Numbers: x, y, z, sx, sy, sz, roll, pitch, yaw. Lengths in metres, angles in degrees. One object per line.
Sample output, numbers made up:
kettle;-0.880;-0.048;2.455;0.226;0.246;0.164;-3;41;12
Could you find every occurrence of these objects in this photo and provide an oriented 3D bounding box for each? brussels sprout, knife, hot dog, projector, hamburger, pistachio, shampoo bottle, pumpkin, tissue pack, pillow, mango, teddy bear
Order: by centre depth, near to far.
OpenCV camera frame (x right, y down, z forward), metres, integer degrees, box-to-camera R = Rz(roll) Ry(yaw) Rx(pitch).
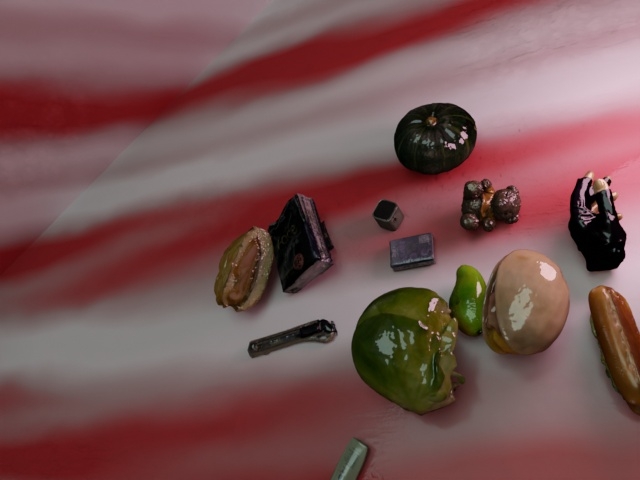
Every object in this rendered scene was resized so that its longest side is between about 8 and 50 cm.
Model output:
hot dog;0.775;0.280;1.236;0.100;0.135;0.338;-29;49;39
pistachio;0.569;0.174;1.337;0.229;0.230;0.309;15;69;34
brussels sprout;0.253;0.324;1.412;0.314;0.276;0.371;-15;63;5
shampoo bottle;0.073;0.699;1.422;0.072;0.049;0.212;22;75;31
mango;0.457;0.185;1.474;0.125;0.111;0.233;-12;57;17
teddy bear;0.565;-0.116;1.586;0.190;0.140;0.177;1;90;20
tissue pack;0.320;0.039;1.669;0.156;0.051;0.112;-12;55;23
knife;-0.113;0.357;1.726;0.365;0.043;0.089;-18;55;19
pumpkin;0.422;-0.370;1.757;0.300;0.207;0.300;-13;45;13
projector;0.250;-0.093;1.762;0.083;0.082;0.083;22;76;36
tissue pack;-0.093;0.012;1.832;0.245;0.123;0.333;-42;49;33
pillow;0.000;0.000;1.866;0.090;0.048;0.150;-26;50;6
hamburger;-0.308;0.112;1.882;0.209;0.162;0.330;-2;71;63

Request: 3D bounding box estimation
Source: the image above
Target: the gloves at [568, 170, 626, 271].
gloves;0.800;-0.067;1.378;0.152;0.197;0.301;8;68;20
